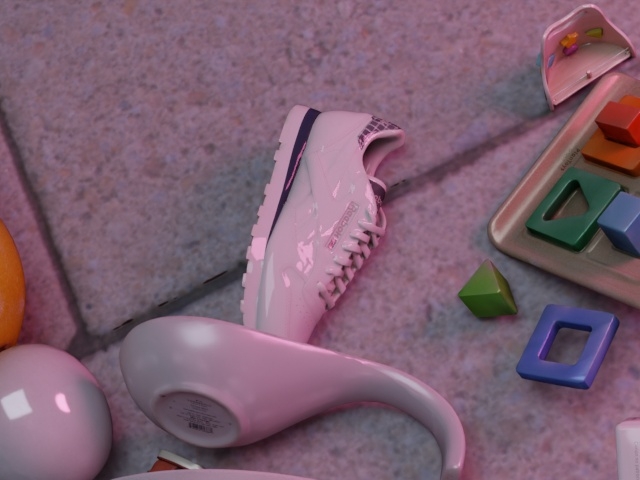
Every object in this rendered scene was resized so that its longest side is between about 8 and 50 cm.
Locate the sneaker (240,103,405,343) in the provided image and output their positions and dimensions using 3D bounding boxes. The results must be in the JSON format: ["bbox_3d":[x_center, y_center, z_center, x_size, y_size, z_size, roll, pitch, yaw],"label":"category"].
[{"bbox_3d":[0.000,0.000,1.463,0.095,0.090,0.235,10,70,10],"label":"sneaker"}]

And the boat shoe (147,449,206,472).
[{"bbox_3d":[-0.076,0.202,1.404,0.137,0.049,0.043,20,75,27],"label":"boat shoe"}]

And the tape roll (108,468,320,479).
[{"bbox_3d":[-0.056,0.270,1.252,0.246,0.246,0.169,-3,65,16],"label":"tape roll"}]

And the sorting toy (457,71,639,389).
[{"bbox_3d":[0.237,-0.047,1.399,0.347,0.047,0.196,-51,41,-11],"label":"sorting toy"}]

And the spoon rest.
[{"bbox_3d":[-0.020,0.122,1.396,0.276,0.137,0.084,16,49,8],"label":"spoon rest"}]

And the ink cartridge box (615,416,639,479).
[{"bbox_3d":[0.316,0.193,1.236,0.218,0.092,0.158,-4,86,17],"label":"ink cartridge box"}]

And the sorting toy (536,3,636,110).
[{"bbox_3d":[0.203,-0.157,1.477,0.083,0.075,0.045,-33,60,-1],"label":"sorting toy"}]

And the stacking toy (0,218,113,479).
[{"bbox_3d":[-0.354,0.027,1.468,0.480,0.350,0.350,37,80,13],"label":"stacking toy"}]
